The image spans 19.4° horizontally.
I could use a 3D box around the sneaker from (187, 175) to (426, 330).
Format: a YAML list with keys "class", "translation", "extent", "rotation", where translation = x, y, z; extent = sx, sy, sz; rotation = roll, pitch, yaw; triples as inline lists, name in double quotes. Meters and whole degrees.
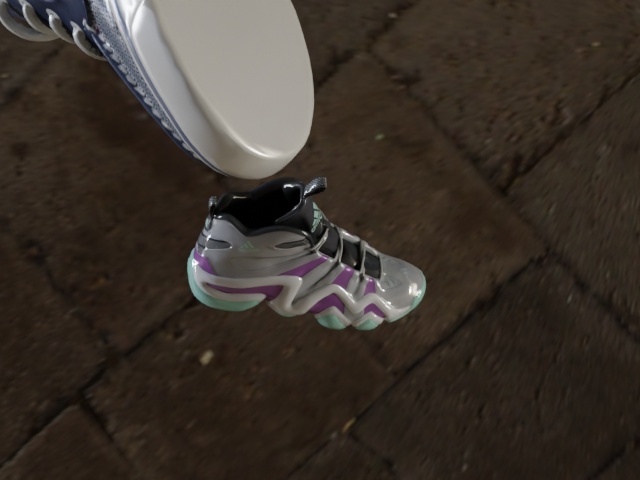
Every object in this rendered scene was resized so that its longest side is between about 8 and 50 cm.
- class: "sneaker"
  translation: [0.000, 0.000, 0.738]
  extent: [0.098, 0.038, 0.069]
  rotation: [3, 136, -14]

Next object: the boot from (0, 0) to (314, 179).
- class: "boot"
  translation: [-0.072, -0.088, 0.639]
  extent: [0.086, 0.069, 0.190]
  rotation: [-40, 65, 37]
